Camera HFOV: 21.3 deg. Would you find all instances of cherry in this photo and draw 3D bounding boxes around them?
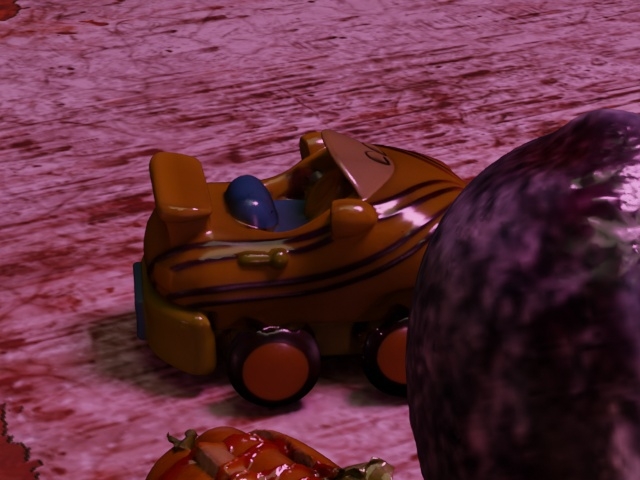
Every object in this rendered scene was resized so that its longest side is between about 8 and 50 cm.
[{"bbox_3d":[0.159,0.082,0.803,0.218,0.296,0.255,-17,11,36],"label":"cherry"}]

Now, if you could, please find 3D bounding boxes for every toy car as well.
[{"bbox_3d":[0.000,0.000,1.101,0.248,0.142,0.200,-6,26,-9],"label":"toy car"}]

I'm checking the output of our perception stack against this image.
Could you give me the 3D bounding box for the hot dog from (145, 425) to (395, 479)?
[{"bbox_3d":[0.009,0.140,0.683,0.104,0.076,0.250,-10,24,-26],"label":"hot dog"}]
